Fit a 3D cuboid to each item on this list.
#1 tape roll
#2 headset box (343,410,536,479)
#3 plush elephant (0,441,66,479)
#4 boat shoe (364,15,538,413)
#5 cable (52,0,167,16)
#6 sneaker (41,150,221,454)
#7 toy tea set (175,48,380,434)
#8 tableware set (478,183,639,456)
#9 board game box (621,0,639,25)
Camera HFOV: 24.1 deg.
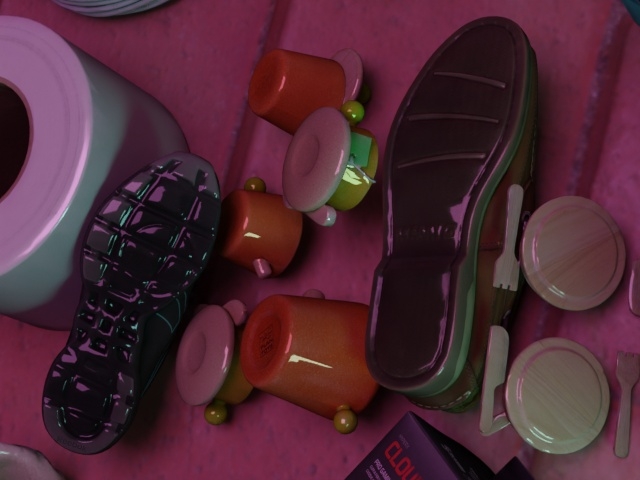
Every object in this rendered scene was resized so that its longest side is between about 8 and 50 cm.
[{"bbox_3d":[-0.258,-0.055,1.325,0.246,0.169,0.246,-7,72,24],"label":"tape roll"},{"bbox_3d":[0.058,0.279,1.054,0.293,0.110,0.218,-47,32,7],"label":"headset box"},{"bbox_3d":[-0.322,0.305,1.219,0.272,0.255,0.330,-41,69,20],"label":"plush elephant"},{"bbox_3d":[0.112,-0.019,1.172,0.110,0.104,0.307,8,76,38],"label":"boat shoe"},{"bbox_3d":[-0.194,-0.342,1.425,0.257,0.089,0.257,4,77,27],"label":"cable"},{"bbox_3d":[-0.159,0.046,1.260,0.101,0.106,0.267,26,99,1],"label":"sneaker"},{"bbox_3d":[0.000,0.000,1.235,0.200,0.124,0.336,4,78,58],"label":"toy tea set"},{"bbox_3d":[0.177,0.063,1.127,0.039,0.128,0.194,160,121,-70],"label":"tableware set"},{"bbox_3d":[0.335,-0.152,1.011,0.336,0.254,0.079,35,92,30],"label":"board game box"}]
